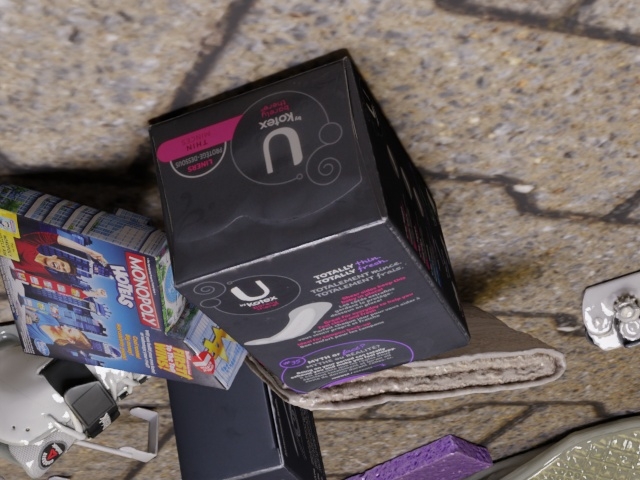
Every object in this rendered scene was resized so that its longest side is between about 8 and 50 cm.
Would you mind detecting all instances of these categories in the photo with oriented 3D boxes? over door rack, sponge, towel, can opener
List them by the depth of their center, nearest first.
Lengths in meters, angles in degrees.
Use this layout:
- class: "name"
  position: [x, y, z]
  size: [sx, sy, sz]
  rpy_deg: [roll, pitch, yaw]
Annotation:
- class: "towel"
  position: [0.069, 0.103, 1.258]
  size: [0.282, 0.049, 0.187]
  rpy_deg: [-4, -165, -23]
- class: "can opener"
  position: [0.413, 0.045, 1.403]
  size: [0.280, 0.074, 0.093]
  rpy_deg: [-19, -173, 14]
- class: "over door rack"
  position: [-0.361, 0.265, 1.417]
  size: [0.324, 0.108, 0.239]
  rpy_deg: [9, 146, -37]
- class: "sponge"
  position: [0.128, 0.333, 1.848]
  size: [0.210, 0.031, 0.117]
  rpy_deg: [-28, 150, 26]

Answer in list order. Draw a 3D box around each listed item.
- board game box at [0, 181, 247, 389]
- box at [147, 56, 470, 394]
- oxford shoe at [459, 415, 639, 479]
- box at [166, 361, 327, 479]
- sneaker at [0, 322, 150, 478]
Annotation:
- class: "board game box"
  position: [-0.153, 0.041, 1.034]
  size: [0.194, 0.060, 0.194]
  rpy_deg: [16, 142, 12]
- class: "box"
  position: [0.000, 0.000, 1.028]
  size: [0.165, 0.143, 0.270]
  rpy_deg: [-18, 153, 11]
- class: "oxford shoe"
  position: [0.343, 0.358, 1.905]
  size: [0.449, 0.169, 0.130]
  rpy_deg: [-26, -165, 9]
- class: "box"
  position: [-0.074, 0.207, 1.385]
  size: [0.108, 0.153, 0.207]
  rpy_deg: [-17, 152, 8]
- class: "sneaker"
  position: [-0.232, 0.143, 1.203]
  size: [0.330, 0.146, 0.122]
  rpy_deg: [-16, 152, 3]
